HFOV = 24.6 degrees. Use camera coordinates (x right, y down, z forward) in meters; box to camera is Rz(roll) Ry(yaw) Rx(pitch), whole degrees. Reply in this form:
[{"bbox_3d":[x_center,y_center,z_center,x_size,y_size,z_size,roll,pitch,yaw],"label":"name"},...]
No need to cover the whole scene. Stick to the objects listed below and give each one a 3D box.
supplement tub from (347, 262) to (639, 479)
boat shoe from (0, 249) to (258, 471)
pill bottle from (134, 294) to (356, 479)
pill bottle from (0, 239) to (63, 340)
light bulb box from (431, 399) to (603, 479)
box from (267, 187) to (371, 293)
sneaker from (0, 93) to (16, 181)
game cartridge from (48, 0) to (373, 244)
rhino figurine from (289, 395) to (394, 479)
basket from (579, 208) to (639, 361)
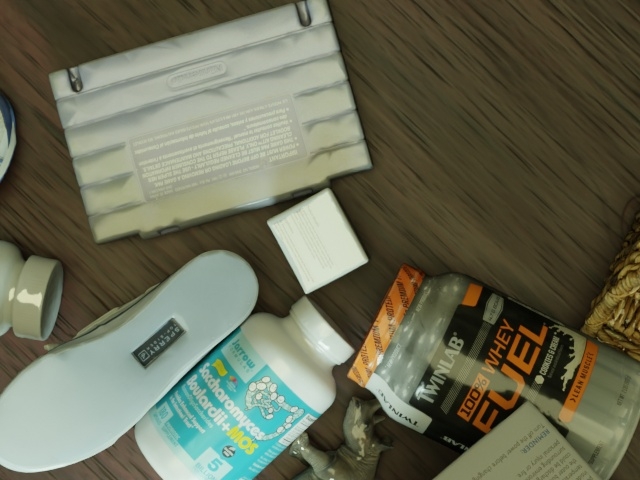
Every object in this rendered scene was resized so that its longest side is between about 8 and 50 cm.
[{"bbox_3d":[0.203,0.162,1.714,0.316,0.193,0.194,26,92,2],"label":"supplement tub"},{"bbox_3d":[-0.242,0.142,1.753,0.367,0.156,0.136,-40,93,-15],"label":"boat shoe"},{"bbox_3d":[-0.083,0.187,1.752,0.264,0.146,0.146,-44,88,2],"label":"pill bottle"},{"bbox_3d":[-0.432,0.052,1.780,0.221,0.121,0.121,11,91,3],"label":"pill bottle"},{"bbox_3d":[0.211,0.432,1.579,0.225,0.358,0.361,-33,74,-34],"label":"light bulb box"},{"bbox_3d":[0.000,0.000,1.768,0.087,0.102,0.101,-29,88,5],"label":"box"},{"bbox_3d":[-0.457,-0.089,1.721,0.112,0.131,0.296,22,56,12],"label":"sneaker"},{"bbox_3d":[-0.132,-0.142,1.797,0.355,0.068,0.230,-15,94,3],"label":"game cartridge"},{"bbox_3d":[0.005,0.281,1.785,0.106,0.073,0.243,44,91,5],"label":"rhino figurine"},{"bbox_3d":[0.474,0.098,1.690,0.299,0.213,0.223,26,91,3],"label":"basket"}]
